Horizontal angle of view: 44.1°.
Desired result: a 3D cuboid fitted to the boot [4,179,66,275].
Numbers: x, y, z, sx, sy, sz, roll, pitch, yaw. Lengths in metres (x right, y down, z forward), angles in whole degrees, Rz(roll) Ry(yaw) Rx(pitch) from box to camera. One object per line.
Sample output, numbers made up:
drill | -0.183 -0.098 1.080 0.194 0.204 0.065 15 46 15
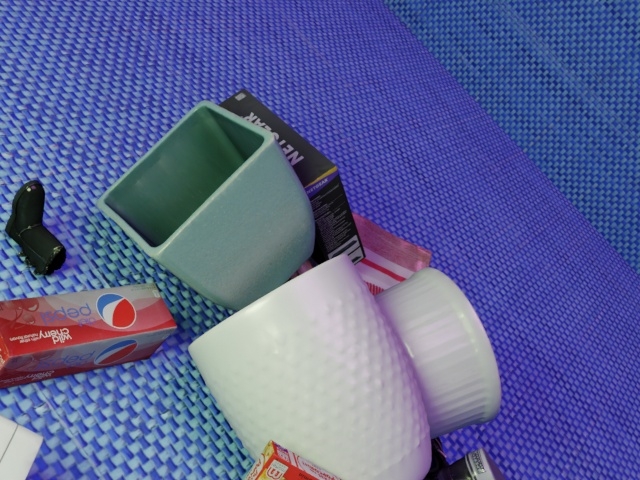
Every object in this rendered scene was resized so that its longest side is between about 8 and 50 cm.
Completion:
boot | -0.406 -0.014 1.143 0.099 0.121 0.045 45 35 15

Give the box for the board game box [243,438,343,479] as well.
board game box | -0.055 0.371 1.005 0.146 0.193 0.045 32 5 -15

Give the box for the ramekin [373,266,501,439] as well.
ramekin | 0.168 0.197 1.318 0.135 0.277 0.277 -20 62 -16

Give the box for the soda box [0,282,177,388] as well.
soda box | -0.333 0.126 1.079 0.263 0.092 0.083 -6 57 -50

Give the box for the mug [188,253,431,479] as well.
mug | 0.017 0.227 1.201 0.328 0.276 0.374 59 13 5

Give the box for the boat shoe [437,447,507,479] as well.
boat shoe | 0.294 0.481 1.326 0.306 0.105 0.113 55 14 -28

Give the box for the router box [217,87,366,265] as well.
router box | -0.058 -0.105 1.439 0.309 0.081 0.243 44 -16 39

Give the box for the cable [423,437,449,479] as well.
cable | 0.153 0.351 1.380 0.184 0.047 0.151 30 35 -18

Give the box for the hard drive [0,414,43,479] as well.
hard drive | -0.464 0.201 0.745 0.353 0.047 0.233 35 32 -18

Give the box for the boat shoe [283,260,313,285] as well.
boat shoe | -0.090 0.024 1.452 0.092 0.103 0.285 -29 54 -11

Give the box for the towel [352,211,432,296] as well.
towel | 0.118 0.122 1.516 0.237 0.037 0.329 24 55 -29

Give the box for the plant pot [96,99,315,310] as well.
plant pot | -0.151 -0.030 1.267 0.247 0.248 0.252 33 -14 50

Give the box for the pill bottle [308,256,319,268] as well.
pill bottle | 0.000 0.000 1.581 0.087 0.087 0.160 35 33 -12
